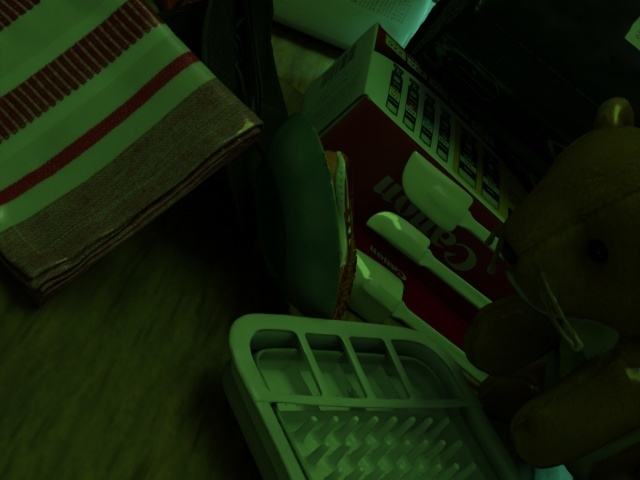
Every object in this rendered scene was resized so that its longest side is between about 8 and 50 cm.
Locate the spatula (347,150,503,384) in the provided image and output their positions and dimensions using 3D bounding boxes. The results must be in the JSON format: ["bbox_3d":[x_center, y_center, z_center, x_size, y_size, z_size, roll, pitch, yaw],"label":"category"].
[{"bbox_3d":[0.136,0.046,1.254,0.242,0.168,0.019,39,-11,-18],"label":"spatula"}]

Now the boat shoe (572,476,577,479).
[{"bbox_3d":[0.337,0.299,1.169,0.102,0.108,0.301,29,28,-32],"label":"boat shoe"}]

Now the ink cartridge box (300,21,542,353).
[{"bbox_3d":[0.120,-0.050,1.338,0.309,0.130,0.272,40,28,-17],"label":"ink cartridge box"}]

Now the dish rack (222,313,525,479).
[{"bbox_3d":[0.063,0.214,0.992,0.285,0.072,0.333,10,41,-45],"label":"dish rack"}]

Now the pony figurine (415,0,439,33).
[{"bbox_3d":[0.254,-0.406,1.918,0.351,0.303,0.363,13,15,-26],"label":"pony figurine"}]

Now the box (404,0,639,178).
[{"bbox_3d":[0.374,-0.183,1.474,0.480,0.297,0.472,37,-9,-5],"label":"box"}]

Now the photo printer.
[{"bbox_3d":[0.026,-0.396,1.630,0.307,0.256,0.107,14,19,-38],"label":"photo printer"}]

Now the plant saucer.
[{"bbox_3d":[-0.028,-0.018,1.095,0.037,0.195,0.195,-6,46,-16],"label":"plant saucer"}]

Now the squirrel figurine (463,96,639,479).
[{"bbox_3d":[0.322,0.051,1.056,0.281,0.397,0.370,-106,-179,-55],"label":"squirrel figurine"}]

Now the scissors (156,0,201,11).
[{"bbox_3d":[-0.179,-0.249,1.417,0.109,0.021,0.297,39,29,-7],"label":"scissors"}]

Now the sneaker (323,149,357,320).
[{"bbox_3d":[0.000,0.000,1.188,0.064,0.067,0.175,35,53,-75],"label":"sneaker"}]

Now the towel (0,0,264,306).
[{"bbox_3d":[-0.240,-0.137,0.999,0.237,0.037,0.329,-40,78,-17],"label":"towel"}]

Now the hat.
[{"bbox_3d":[-0.121,-0.151,1.195,0.134,0.331,0.331,-4,30,9],"label":"hat"}]
